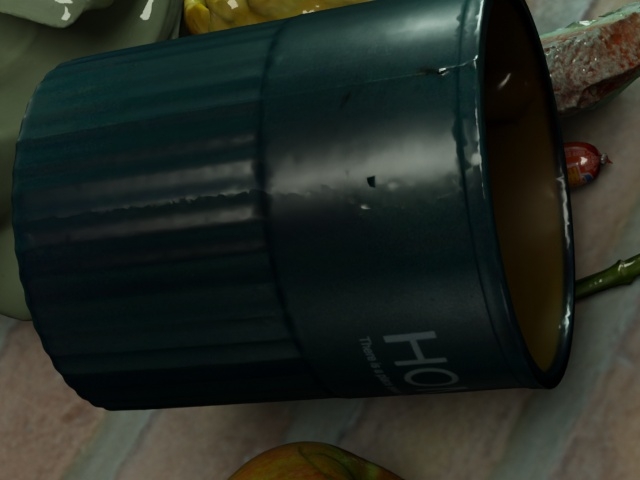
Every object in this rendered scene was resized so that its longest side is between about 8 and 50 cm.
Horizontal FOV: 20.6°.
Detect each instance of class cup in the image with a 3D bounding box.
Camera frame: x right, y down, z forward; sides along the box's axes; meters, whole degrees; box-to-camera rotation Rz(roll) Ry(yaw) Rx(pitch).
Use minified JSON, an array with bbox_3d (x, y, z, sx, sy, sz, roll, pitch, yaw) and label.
[{"bbox_3d":[-0.003,-0.018,1.100,0.292,0.308,0.242,-7,88,17],"label":"cup"}]

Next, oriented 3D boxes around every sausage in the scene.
[{"bbox_3d":[0.139,-0.046,1.228,0.129,0.034,0.034,-9,70,16],"label":"sausage"}]

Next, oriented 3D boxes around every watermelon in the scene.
[{"bbox_3d":[0.144,-0.103,1.201,0.187,0.139,0.071,-16,97,16],"label":"watermelon"}]

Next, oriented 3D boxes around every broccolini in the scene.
[{"bbox_3d":[0.243,-0.002,1.173,0.218,0.042,0.044,-19,67,15],"label":"broccolini"}]

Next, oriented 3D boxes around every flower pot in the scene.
[{"bbox_3d":[-0.211,-0.123,1.260,0.164,0.254,0.367,18,81,24],"label":"flower pot"}]

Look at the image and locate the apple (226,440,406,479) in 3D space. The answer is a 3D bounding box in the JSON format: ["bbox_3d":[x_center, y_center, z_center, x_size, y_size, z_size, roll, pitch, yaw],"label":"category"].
[{"bbox_3d":[0.002,0.226,1.106,0.196,0.196,0.196,-6,71,18],"label":"apple"}]

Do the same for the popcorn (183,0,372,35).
[{"bbox_3d":[0.021,-0.200,1.222,0.250,0.190,0.250,-23,48,29],"label":"popcorn"}]
